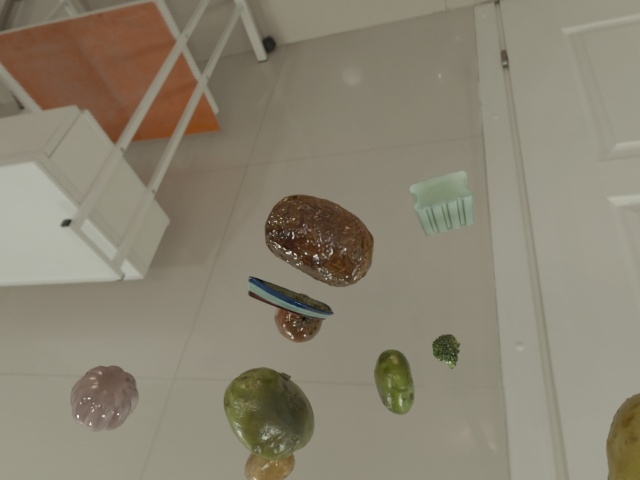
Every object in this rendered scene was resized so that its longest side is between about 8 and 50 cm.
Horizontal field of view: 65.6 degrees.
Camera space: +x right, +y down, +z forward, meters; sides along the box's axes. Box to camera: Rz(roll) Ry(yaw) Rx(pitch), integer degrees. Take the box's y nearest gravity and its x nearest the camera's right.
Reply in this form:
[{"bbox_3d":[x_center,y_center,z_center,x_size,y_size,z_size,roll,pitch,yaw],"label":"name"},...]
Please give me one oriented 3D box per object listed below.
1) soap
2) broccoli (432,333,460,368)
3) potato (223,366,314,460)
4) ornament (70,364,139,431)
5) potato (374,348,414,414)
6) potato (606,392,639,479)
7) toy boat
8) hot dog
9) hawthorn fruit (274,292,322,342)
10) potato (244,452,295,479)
[{"bbox_3d":[0.362,-0.102,1.459,0.160,0.087,0.265,-15,161,14],"label":"soap"},{"bbox_3d":[0.338,0.293,1.309,0.097,0.095,0.092,-29,93,50],"label":"broccoli"},{"bbox_3d":[-0.118,0.415,1.196,0.149,0.197,0.228,-20,95,42],"label":"potato"},{"bbox_3d":[-0.602,0.443,1.382,0.178,0.177,0.177,7,143,5],"label":"ornament"},{"bbox_3d":[0.286,0.551,1.927,0.149,0.253,0.186,-12,174,10],"label":"potato"},{"bbox_3d":[0.508,0.332,0.681,0.243,0.242,0.285,2,101,12],"label":"potato"},{"bbox_3d":[-0.074,0.137,1.154,0.229,0.080,0.045,23,100,-29],"label":"toy boat"},{"bbox_3d":[0.000,0.000,1.698,0.388,0.174,0.266,27,101,9],"label":"hot dog"},{"bbox_3d":[-0.110,0.326,2.057,0.200,0.199,0.251,29,152,-23],"label":"hawthorn fruit"},{"bbox_3d":[-0.131,0.585,1.302,0.147,0.112,0.112,-30,128,30],"label":"potato"}]
